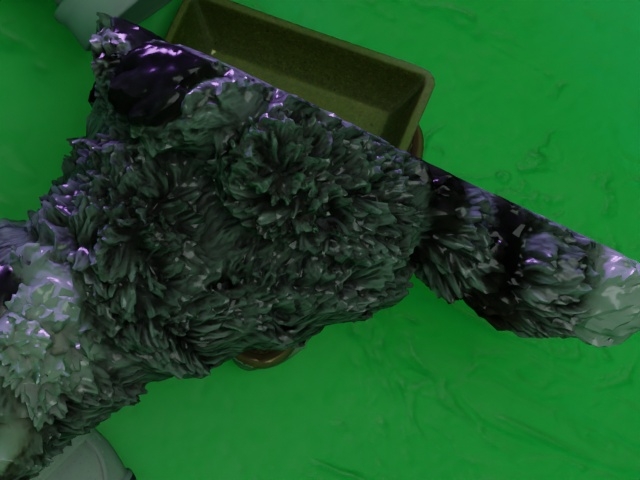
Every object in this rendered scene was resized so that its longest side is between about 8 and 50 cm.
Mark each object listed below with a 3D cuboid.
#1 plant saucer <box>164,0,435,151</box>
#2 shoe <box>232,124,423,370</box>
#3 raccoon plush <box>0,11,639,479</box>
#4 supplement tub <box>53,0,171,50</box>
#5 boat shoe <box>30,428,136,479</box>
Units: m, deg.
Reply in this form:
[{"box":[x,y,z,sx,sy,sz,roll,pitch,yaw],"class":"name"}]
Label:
[{"box":[-0.040,-0.057,1.328,0.188,0.045,0.188,20,73,10],"class":"plant saucer"},{"box":[0.000,0.000,1.362,0.076,0.058,0.219,31,74,13],"class":"shoe"},{"box":[-0.042,0.066,1.169,0.446,0.216,0.299,24,92,0],"class":"raccoon plush"},{"box":[-0.172,-0.310,1.251,0.235,0.235,0.325,-38,94,-13],"class":"supplement tub"},{"box":[-0.290,0.221,1.231,0.367,0.136,0.156,-35,94,-16],"class":"boat shoe"}]
